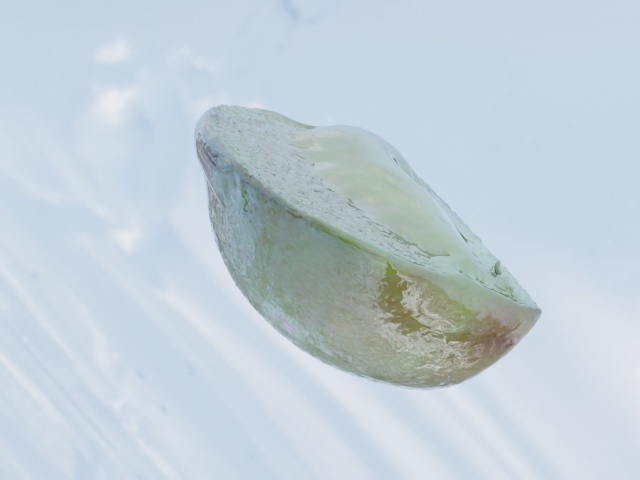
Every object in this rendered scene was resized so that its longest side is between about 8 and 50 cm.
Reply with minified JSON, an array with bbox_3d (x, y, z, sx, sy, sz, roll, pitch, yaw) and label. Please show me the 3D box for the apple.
[{"bbox_3d":[0.000,0.000,0.923,0.193,0.120,0.265,24,-166,-23],"label":"apple"}]
